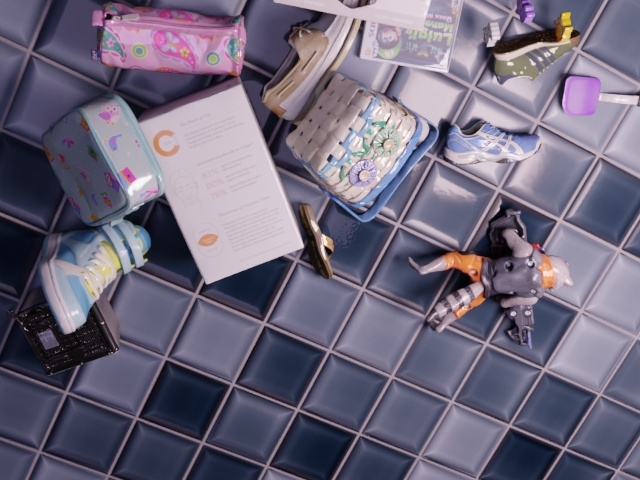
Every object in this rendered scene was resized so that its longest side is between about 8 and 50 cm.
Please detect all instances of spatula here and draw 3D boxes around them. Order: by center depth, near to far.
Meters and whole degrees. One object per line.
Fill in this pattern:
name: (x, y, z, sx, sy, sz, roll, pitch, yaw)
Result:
spatula: (0.655, -0.302, 1.649, 0.296, 0.030, 0.084, 2, 109, -8)

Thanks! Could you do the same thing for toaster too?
toaster: (-0.532, 0.169, 1.616, 0.168, 0.110, 0.186, -20, 116, -1)

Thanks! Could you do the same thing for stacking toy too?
stacking toy: (0.399, -0.497, 1.528, 0.166, 0.052, 0.221, -7, 86, -6)

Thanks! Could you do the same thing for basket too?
basket: (0.090, -0.176, 1.546, 0.255, 0.201, 0.289, -54, 143, 10)

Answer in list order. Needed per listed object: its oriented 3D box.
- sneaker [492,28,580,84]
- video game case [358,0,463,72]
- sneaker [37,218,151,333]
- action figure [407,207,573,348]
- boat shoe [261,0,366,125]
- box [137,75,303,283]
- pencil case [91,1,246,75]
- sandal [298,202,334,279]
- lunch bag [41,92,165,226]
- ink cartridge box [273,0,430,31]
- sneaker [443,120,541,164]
sneaker: (0.442, -0.375, 1.590, 0.192, 0.064, 0.086, -16, 128, -10)
video game case: (0.184, -0.440, 1.554, 0.190, 0.022, 0.173, 7, 107, -9)
sneaker: (-0.428, 0.050, 1.497, 0.208, 0.319, 0.127, -17, 122, -9)
action figure: (0.391, 0.124, 1.686, 0.330, 0.178, 0.341, -17, 107, 9)
boat shoe: (-0.013, -0.375, 1.505, 0.103, 0.113, 0.302, 23, 105, -19)
box: (-0.195, -0.124, 1.536, 0.214, 0.168, 0.345, -20, 110, 1)
pencil case: (-0.285, -0.383, 1.466, 0.284, 0.124, 0.124, 4, 107, -9)
sandal: (0.000, 0.000, 1.659, 0.049, 0.072, 0.180, -22, 106, -22)
lunch bag: (-0.411, -0.142, 1.456, 0.108, 0.279, 0.224, -35, 103, -32)
ink cartridge box: (0.078, -0.537, 1.387, 0.296, 0.066, 0.261, 10, 128, -6)
sneaker: (0.365, -0.209, 1.620, 0.211, 0.080, 0.081, -5, 112, -6)
